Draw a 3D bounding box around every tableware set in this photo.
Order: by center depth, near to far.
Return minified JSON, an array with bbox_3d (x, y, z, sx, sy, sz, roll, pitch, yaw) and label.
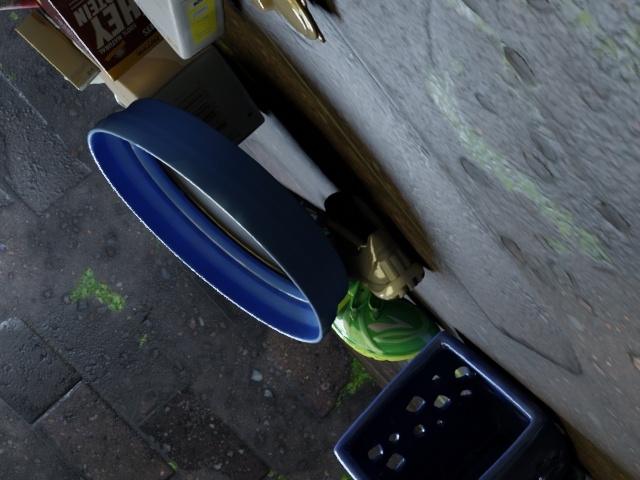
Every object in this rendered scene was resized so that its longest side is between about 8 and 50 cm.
[{"bbox_3d":[-0.056,-0.224,0.829,0.141,0.020,0.169,54,173,-33],"label":"tableware set"}]

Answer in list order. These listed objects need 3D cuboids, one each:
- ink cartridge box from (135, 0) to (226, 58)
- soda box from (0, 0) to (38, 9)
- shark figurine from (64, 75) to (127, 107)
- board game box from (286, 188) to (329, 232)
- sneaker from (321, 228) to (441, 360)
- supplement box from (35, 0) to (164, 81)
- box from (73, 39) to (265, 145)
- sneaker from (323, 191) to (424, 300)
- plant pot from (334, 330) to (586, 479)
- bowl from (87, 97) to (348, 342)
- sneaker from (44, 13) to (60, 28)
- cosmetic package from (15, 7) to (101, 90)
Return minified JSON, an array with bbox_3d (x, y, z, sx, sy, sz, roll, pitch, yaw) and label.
[{"bbox_3d":[-0.197,-0.324,0.928,0.303,0.072,0.307,53,173,-1],"label":"ink cartridge box"},{"bbox_3d":[-0.485,-0.422,1.588,0.263,0.092,0.083,44,138,50],"label":"soda box"},{"bbox_3d":[-0.362,-0.334,2.139,0.278,0.166,0.116,29,-144,-46],"label":"shark figurine"},{"bbox_3d":[0.000,0.000,1.776,0.165,0.042,0.243,50,174,-23],"label":"board game box"},{"bbox_3d":[0.044,0.070,1.547,0.295,0.109,0.123,34,152,21],"label":"sneaker"},{"bbox_3d":[-0.300,-0.340,1.310,0.191,0.129,0.194,44,173,33],"label":"supplement box"},{"bbox_3d":[-0.220,-0.230,1.487,0.148,0.121,0.311,53,172,-37],"label":"box"},{"bbox_3d":[0.035,-0.011,1.323,0.132,0.086,0.229,56,161,-24],"label":"sneaker"},{"bbox_3d":[0.201,0.303,1.422,0.212,0.236,0.236,44,179,-39],"label":"plant pot"},{"bbox_3d":[-0.125,-0.025,1.338,0.391,0.077,0.391,37,164,13],"label":"bowl"},{"bbox_3d":[-0.353,-0.380,1.668,0.140,0.125,0.341,27,-179,-15],"label":"sneaker"},{"bbox_3d":[-0.353,-0.257,1.427,0.115,0.041,0.060,44,179,-11],"label":"cosmetic package"}]
